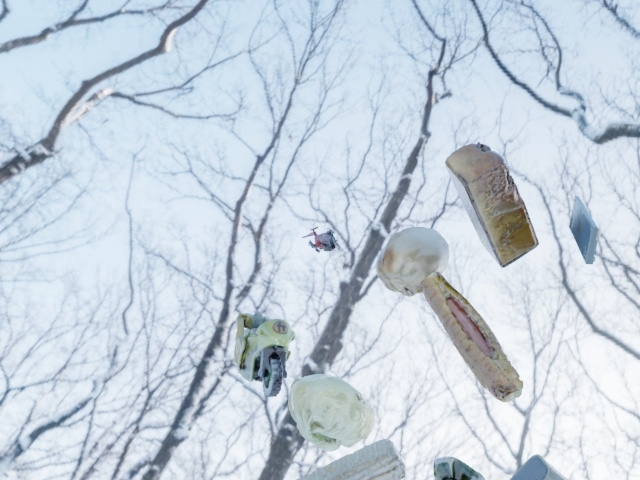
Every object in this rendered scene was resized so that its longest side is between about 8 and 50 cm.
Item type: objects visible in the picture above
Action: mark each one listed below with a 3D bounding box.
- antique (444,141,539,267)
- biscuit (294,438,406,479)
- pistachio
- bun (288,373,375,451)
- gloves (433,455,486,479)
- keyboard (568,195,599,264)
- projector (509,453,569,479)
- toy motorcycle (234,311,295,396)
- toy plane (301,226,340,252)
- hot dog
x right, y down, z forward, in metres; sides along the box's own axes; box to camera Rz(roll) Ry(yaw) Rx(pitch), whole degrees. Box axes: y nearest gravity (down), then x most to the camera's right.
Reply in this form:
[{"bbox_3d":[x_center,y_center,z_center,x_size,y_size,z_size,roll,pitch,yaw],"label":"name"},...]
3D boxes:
[{"bbox_3d":[0.334,-0.068,1.308,0.093,0.087,0.310,-34,-42,5],"label":"antique"},{"bbox_3d":[0.029,0.414,1.145,0.239,0.108,0.061,-27,-93,0],"label":"biscuit"},{"bbox_3d":[0.202,0.041,1.471,0.144,0.215,0.143,12,-67,30],"label":"pistachio"},{"bbox_3d":[0.017,0.463,1.796,0.259,0.160,0.259,27,-32,18],"label":"bun"},{"bbox_3d":[0.203,0.388,1.009,0.107,0.268,0.135,-16,-104,21],"label":"gloves"},{"bbox_3d":[0.389,-0.018,1.003,0.014,0.176,0.055,5,-71,11],"label":"keyboard"},{"bbox_3d":[0.379,0.426,1.145,0.082,0.083,0.083,41,-86,-5],"label":"projector"},{"bbox_3d":[-0.191,0.356,2.206,0.169,0.236,0.410,14,-4,-23],"label":"toy motorcycle"},{"bbox_3d":[0.000,0.000,1.479,0.037,0.060,0.145,68,-10,-20],"label":"toy plane"},{"bbox_3d":[0.271,0.174,1.255,0.289,0.068,0.083,57,-22,36],"label":"hot dog"}]
